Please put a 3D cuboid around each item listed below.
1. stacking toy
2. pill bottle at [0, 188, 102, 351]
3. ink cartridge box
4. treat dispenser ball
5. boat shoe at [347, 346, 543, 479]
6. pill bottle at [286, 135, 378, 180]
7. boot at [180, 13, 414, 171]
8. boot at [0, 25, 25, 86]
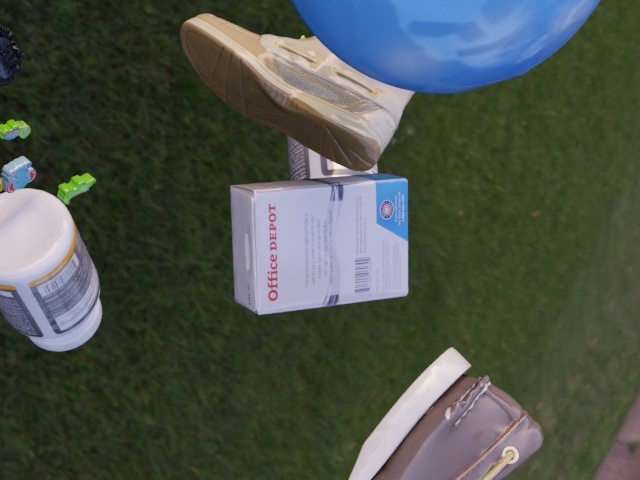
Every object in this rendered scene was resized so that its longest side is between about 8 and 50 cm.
[{"bbox_3d":[-0.454,-0.072,1.487,0.221,0.167,0.052,-35,153,-33],"label":"stacking toy"},{"bbox_3d":[-0.434,0.056,1.652,0.162,0.162,0.278,-42,156,-20],"label":"pill bottle"},{"bbox_3d":[0.000,0.000,1.206,0.191,0.082,0.139,-5,101,-23],"label":"ink cartridge box"},{"bbox_3d":[0.102,-0.266,0.872,0.288,0.288,0.288,-27,133,-34],"label":"treat dispenser ball"},{"bbox_3d":[0.031,0.231,0.781,0.324,0.097,0.116,-53,168,8],"label":"boat shoe"},{"bbox_3d":[0.022,-0.132,1.915,0.161,0.161,0.283,25,54,-52],"label":"pill bottle"},{"bbox_3d":[-0.003,-0.218,1.190,0.203,0.262,0.095,-54,169,-26],"label":"boot"},{"bbox_3d":[-0.359,-0.196,0.793,0.207,0.094,0.246,-22,125,-2],"label":"boot"}]
